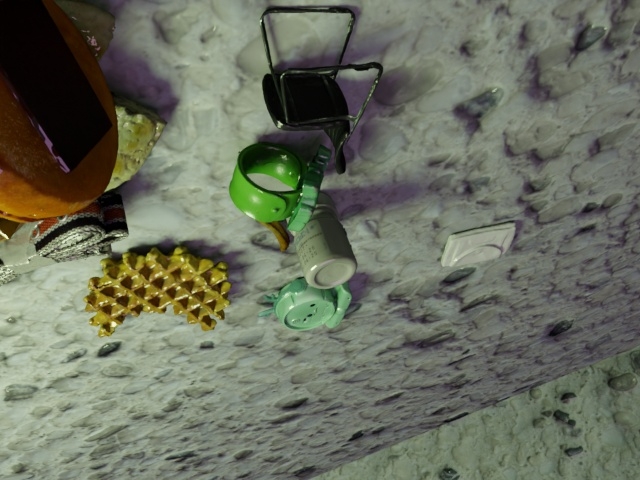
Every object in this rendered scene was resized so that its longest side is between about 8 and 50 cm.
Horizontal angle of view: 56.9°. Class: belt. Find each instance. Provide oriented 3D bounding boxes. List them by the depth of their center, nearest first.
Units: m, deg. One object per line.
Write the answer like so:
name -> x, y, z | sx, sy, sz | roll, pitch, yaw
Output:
belt -> -0.496, 0.010, 0.974 | 0.359, 0.094, 0.126 | -20, 160, 3

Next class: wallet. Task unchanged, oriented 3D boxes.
wallet -> 0.387, 0.014, 1.444 | 0.182, 0.032, 0.124 | -10, 140, -11

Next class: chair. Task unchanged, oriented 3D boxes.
chair -> -0.014, -0.211, 0.886 | 0.145, 0.140, 0.221 | -7, 145, -16

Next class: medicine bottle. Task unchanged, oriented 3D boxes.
medicine bottle -> 0.000, 0.000, 1.132 | 0.105, 0.168, 0.105 | -13, 144, -9

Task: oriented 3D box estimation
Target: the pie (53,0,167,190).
pie -> -0.386, -0.180, 0.803 | 0.337, 0.075, 0.338 | -11, 140, -9

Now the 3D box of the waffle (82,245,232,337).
waffle -> -0.328, 0.102, 1.206 | 0.292, 0.069, 0.260 | 0, 137, -20

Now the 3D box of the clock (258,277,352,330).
clock -> -0.039, 0.155, 1.403 | 0.210, 0.066, 0.159 | -4, 140, -19

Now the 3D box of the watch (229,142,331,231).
watch -> -0.075, -0.102, 1.017 | 0.151, 0.165, 0.131 | 18, 137, -7

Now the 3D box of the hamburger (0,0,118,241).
hamburger -> -0.367, -0.127, 0.608 | 0.225, 0.291, 0.291 | -14, 146, 15

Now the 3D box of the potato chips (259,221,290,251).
potato chips -> -0.108, -0.035, 1.161 | 0.037, 0.026, 0.204 | -16, 147, 19
